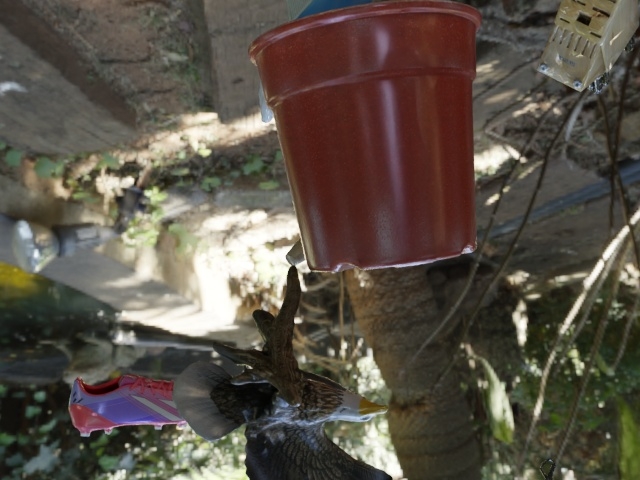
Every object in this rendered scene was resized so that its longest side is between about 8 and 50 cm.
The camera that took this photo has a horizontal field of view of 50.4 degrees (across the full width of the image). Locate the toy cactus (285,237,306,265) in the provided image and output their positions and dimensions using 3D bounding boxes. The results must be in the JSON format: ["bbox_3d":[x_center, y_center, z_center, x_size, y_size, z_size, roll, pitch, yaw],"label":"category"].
[{"bbox_3d":[0.000,0.000,1.555,0.112,0.180,0.218,20,139,41],"label":"toy cactus"}]

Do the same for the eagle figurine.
[{"bbox_3d":[-0.019,0.223,0.864,0.225,0.226,0.298,27,151,32],"label":"eagle figurine"}]

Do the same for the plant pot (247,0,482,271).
[{"bbox_3d":[0.068,-0.106,0.798,0.273,0.264,0.272,-8,-178,0],"label":"plant pot"}]

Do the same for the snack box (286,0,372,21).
[{"bbox_3d":[0.026,-0.398,0.766,0.060,0.321,0.187,19,140,-36],"label":"snack box"}]

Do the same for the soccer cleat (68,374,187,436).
[{"bbox_3d":[-0.288,0.262,1.135,0.248,0.095,0.083,-2,-172,-23],"label":"soccer cleat"}]

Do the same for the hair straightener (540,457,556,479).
[{"bbox_3d":[0.371,0.398,0.930,0.047,0.230,0.089,-26,139,1],"label":"hair straightener"}]

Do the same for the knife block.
[{"bbox_3d":[0.480,-0.370,1.149,0.242,0.088,0.275,-39,152,-31],"label":"knife block"}]

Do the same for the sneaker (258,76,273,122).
[{"bbox_3d":[-0.075,-0.278,1.279,0.080,0.094,0.212,19,-153,8],"label":"sneaker"}]
